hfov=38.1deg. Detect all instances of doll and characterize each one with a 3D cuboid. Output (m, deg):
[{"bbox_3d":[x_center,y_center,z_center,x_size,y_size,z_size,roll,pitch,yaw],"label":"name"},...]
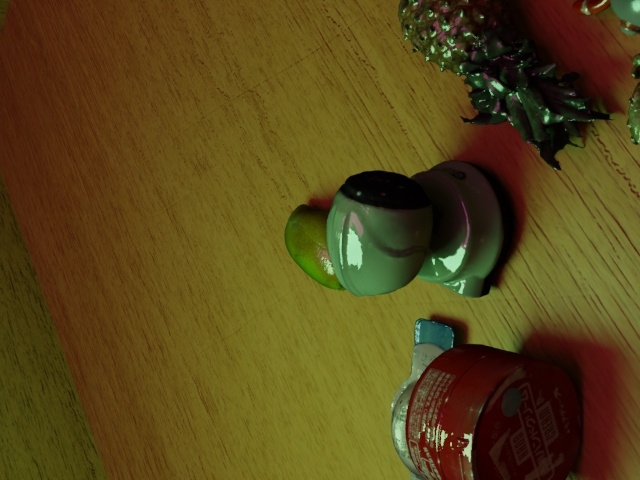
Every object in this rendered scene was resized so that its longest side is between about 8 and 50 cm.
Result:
[{"bbox_3d":[0.378,-0.332,1.148,0.245,0.076,0.142,52,134,51],"label":"doll"}]

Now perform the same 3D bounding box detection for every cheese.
[{"bbox_3d":[0.178,0.273,1.514,0.189,0.074,0.286,9,98,51],"label":"cheese"}]

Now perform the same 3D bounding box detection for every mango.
[{"bbox_3d":[0.000,0.000,1.682,0.125,0.111,0.233,-62,36,21],"label":"mango"}]

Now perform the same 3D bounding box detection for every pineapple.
[{"bbox_3d":[0.247,-0.235,1.289,0.365,0.165,0.165,58,136,27],"label":"pineapple"}]

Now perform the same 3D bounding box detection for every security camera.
[{"bbox_3d":[0.128,-0.017,1.369,0.197,0.277,0.191,33,121,46],"label":"security camera"}]

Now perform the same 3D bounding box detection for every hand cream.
[{"bbox_3d":[0.241,0.263,1.306,0.149,0.230,0.230,6,100,53],"label":"hand cream"}]

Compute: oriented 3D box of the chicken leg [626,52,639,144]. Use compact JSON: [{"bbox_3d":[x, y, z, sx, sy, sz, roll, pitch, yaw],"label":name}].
[{"bbox_3d":[0.431,-0.209,1.108,0.103,0.088,0.228,-139,61,-72],"label":"chicken leg"}]
